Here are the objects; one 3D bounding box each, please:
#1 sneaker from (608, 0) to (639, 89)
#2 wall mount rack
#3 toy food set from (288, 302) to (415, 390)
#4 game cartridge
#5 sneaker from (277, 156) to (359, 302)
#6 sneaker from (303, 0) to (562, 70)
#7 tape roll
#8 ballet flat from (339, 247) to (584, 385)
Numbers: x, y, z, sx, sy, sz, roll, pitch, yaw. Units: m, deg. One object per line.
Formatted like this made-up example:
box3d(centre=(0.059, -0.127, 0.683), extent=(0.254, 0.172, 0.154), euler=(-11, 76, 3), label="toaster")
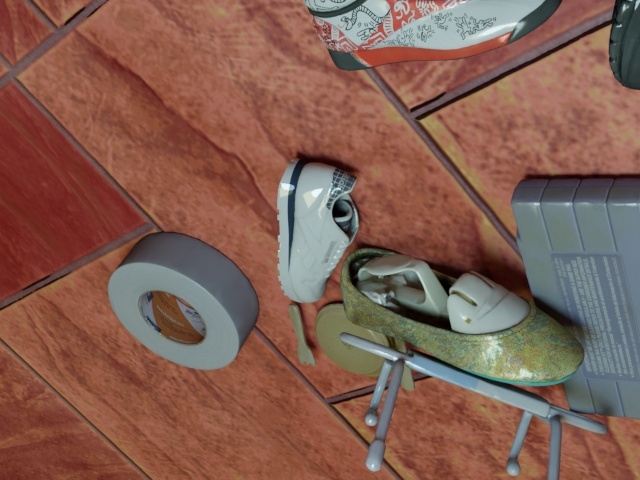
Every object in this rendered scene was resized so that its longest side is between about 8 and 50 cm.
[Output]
box3d(centre=(0.317, -0.228, 0.902), extent=(0.130, 0.109, 0.286), euler=(19, 140, 7), label="sneaker")
box3d(centre=(0.171, 0.223, 1.336), extent=(0.350, 0.130, 0.304), euler=(19, 179, 1), label="wall mount rack")
box3d(centre=(0.049, 0.139, 1.588), extent=(0.192, 0.038, 0.132), euler=(10, 128, 31), label="toy food set")
box3d(centre=(0.364, 0.075, 1.306), extent=(0.230, 0.068, 0.355), euler=(5, 133, 33), label="game cartridge")
box3d(centre=(0.000, 0.000, 1.439), extent=(0.095, 0.090, 0.235), euler=(9, 137, 11), label="sneaker")
box3d(centre=(0.094, -0.257, 1.112), extent=(0.270, 0.090, 0.145), euler=(-4, 131, 38), label="sneaker")
box3d(centre=(-0.203, 0.092, 1.662), extent=(0.219, 0.072, 0.219), euler=(18, 138, 17), label="tape roll")
box3d(centre=(0.154, 0.081, 1.357), extent=(0.348, 0.123, 0.123), euler=(16, 140, 44), label="ballet flat")
